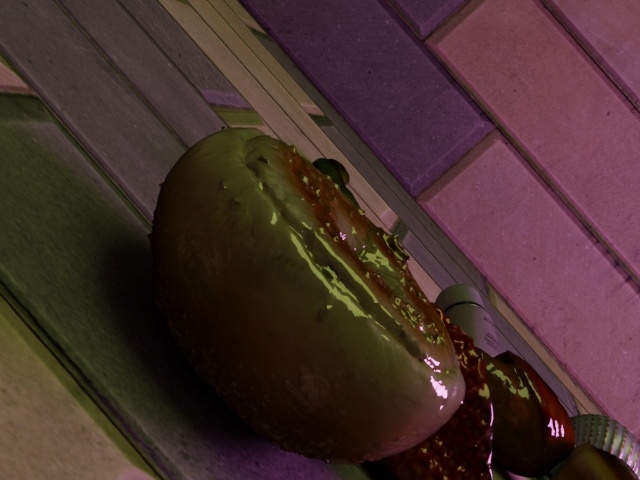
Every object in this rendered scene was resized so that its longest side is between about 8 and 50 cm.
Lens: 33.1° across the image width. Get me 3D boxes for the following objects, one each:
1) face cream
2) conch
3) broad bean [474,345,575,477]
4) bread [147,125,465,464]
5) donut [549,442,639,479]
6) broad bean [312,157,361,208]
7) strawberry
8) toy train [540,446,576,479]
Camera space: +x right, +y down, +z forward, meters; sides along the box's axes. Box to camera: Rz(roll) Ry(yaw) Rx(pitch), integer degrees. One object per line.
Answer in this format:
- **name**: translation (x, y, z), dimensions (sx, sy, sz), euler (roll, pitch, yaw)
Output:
- **face cream**: translation (0.244, 0.191, 1.691), dimensions (0.143, 0.089, 0.314), euler (42, 22, -29)
- **conch**: translation (0.478, 0.362, 1.859), dimensions (0.200, 0.131, 0.172), euler (52, 11, 17)
- **broad bean**: translation (0.247, 0.219, 1.436), dimensions (0.228, 0.122, 0.156), euler (50, 12, -11)
- **bread**: translation (-0.017, 0.049, 0.835), dimensions (0.305, 0.159, 0.305), euler (43, 12, -11)
- **donut**: translation (0.397, 0.404, 1.331), dimensions (0.330, 0.160, 0.330), euler (46, -2, 2)
- **broad bean**: translation (0.036, -0.084, 1.916), dimensions (0.144, 0.049, 0.292), euler (50, 10, -33)
- **strawberry**: translation (0.083, 0.162, 0.992), dimensions (0.106, 0.175, 0.236), euler (0, 38, -18)
- **toy train**: translation (0.364, 0.345, 1.614), dimensions (0.105, 0.071, 0.178), euler (54, 9, -14)
